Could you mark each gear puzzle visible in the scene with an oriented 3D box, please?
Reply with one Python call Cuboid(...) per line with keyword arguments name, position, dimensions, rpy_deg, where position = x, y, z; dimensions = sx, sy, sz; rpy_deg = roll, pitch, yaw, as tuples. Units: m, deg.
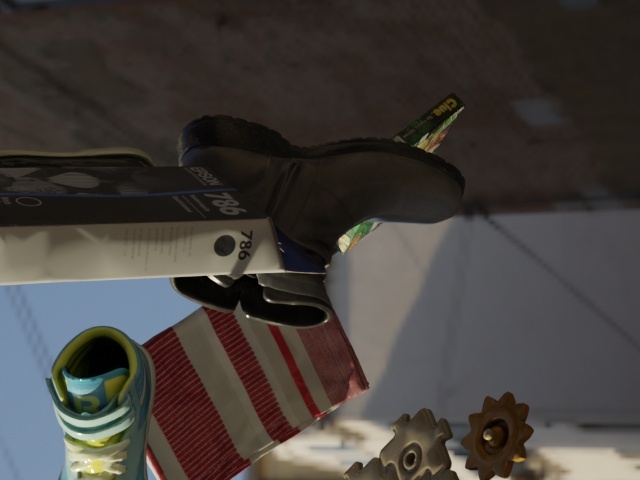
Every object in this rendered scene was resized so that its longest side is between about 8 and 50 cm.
Cuboid(name="gear puzzle", position=(0.094, 0.264, 1.616), dimensions=(0.044, 0.339, 0.175), rpy_deg=(22, -148, -34))

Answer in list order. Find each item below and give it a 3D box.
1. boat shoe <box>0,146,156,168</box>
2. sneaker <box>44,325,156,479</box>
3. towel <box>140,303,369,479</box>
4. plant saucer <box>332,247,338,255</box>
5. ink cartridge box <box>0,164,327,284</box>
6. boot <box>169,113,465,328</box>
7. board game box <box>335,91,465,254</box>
Cuboid(name="boat shoe", position=(-0.375, -0.043, 2.207), dimensions=(0.113, 0.340, 0.127), rpy_deg=(-120, 31, -52))
Cuboid(name="sneaker", position=(-0.266, 0.249, 1.935), dimensions=(0.208, 0.127, 0.319), rpy_deg=(83, -174, -72))
Cuboid(name="towel", position=(-0.110, 0.189, 2.259), dimensions=(0.329, 0.037, 0.237), rpy_deg=(-32, -68, -15))
Cuboid(name="plant saucer", position=(-0.053, -0.019, 2.679), dimensions=(0.036, 0.198, 0.199), rpy_deg=(98, -171, -45))
Cuboid(name="ink cartridge box", position=(-0.169, -0.019, 1.560), dimensions=(0.332, 0.165, 0.065), rpy_deg=(-1, -70, -27))
Cuboid(name="boot", position=(0.000, 0.000, 1.774), dimensions=(0.118, 0.338, 0.223), rpy_deg=(113, 158, -51))
Cuboid(name="board game box", position=(0.099, -0.085, 2.174), dimensions=(0.136, 0.030, 0.260), rpy_deg=(-36, -14, -29))
